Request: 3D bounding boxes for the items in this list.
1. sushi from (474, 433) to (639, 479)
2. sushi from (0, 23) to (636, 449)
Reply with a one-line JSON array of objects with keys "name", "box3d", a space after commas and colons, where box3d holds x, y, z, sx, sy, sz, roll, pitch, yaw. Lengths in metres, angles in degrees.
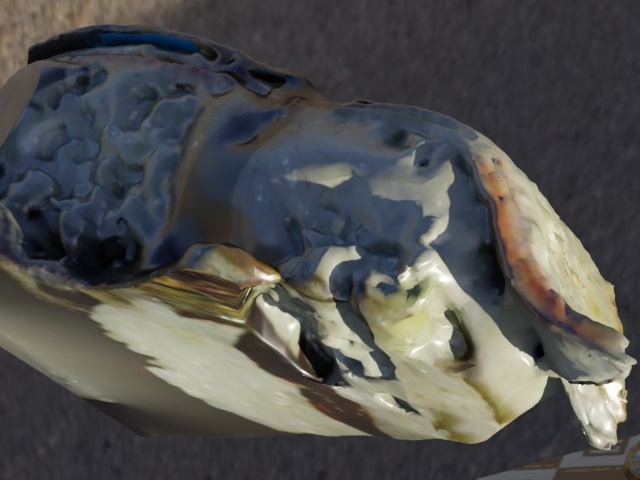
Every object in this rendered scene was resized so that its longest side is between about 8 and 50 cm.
[{"name": "sushi", "box3d": [0.211, 0.140, 1.037, 0.264, 0.290, 0.050, -15, 111, -1]}, {"name": "sushi", "box3d": [-0.004, -0.009, 0.628, 0.273, 0.134, 0.109, -4, 58, 45]}]
